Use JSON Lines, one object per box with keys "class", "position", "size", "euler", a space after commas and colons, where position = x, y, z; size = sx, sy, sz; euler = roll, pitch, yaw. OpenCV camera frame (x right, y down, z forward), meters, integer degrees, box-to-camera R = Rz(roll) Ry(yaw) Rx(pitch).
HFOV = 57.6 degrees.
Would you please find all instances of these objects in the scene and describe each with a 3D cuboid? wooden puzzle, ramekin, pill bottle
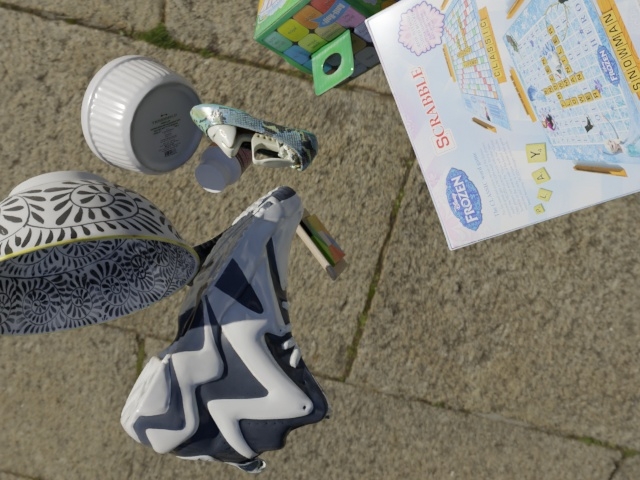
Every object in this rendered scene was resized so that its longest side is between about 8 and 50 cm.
{"class": "wooden puzzle", "position": [0.000, 0.000, 1.674], "size": [0.044, 0.238, 0.221], "euler": [-37, 90, 11]}
{"class": "ramekin", "position": [-0.302, -0.215, 1.035], "size": [0.109, 0.207, 0.207], "euler": [25, 121, 30]}
{"class": "pill bottle", "position": [-0.179, -0.163, 1.135], "size": [0.086, 0.152, 0.086], "euler": [14, 135, 14]}

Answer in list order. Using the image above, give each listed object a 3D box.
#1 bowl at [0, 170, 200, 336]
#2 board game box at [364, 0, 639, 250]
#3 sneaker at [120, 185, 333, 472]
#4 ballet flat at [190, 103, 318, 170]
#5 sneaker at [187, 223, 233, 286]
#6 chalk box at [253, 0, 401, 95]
{"class": "bowl", "position": [-0.180, 0.002, 0.423], "size": [0.170, 0.170, 0.080], "euler": [-26, 69, 18]}
{"class": "board game box", "position": [0.253, -0.185, 0.692], "size": [0.318, 0.066, 0.319], "euler": [-19, 92, 29]}
{"class": "sneaker", "position": [-0.041, 0.083, 0.492], "size": [0.153, 0.235, 0.094], "euler": [34, 156, -18]}
{"class": "ballet flat", "position": [-0.098, -0.139, 0.809], "size": [0.188, 0.070, 0.070], "euler": [13, 117, 4]}
{"class": "sneaker", "position": [-0.219, 0.019, 1.352], "size": [0.283, 0.124, 0.107], "euler": [-21, 95, -26]}
{"class": "chalk box", "position": [0.021, -0.371, 0.907], "size": [0.179, 0.289, 0.180], "euler": [22, 155, -35]}
